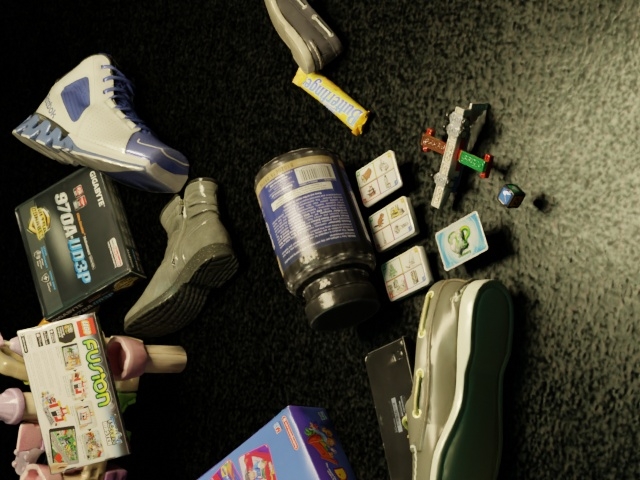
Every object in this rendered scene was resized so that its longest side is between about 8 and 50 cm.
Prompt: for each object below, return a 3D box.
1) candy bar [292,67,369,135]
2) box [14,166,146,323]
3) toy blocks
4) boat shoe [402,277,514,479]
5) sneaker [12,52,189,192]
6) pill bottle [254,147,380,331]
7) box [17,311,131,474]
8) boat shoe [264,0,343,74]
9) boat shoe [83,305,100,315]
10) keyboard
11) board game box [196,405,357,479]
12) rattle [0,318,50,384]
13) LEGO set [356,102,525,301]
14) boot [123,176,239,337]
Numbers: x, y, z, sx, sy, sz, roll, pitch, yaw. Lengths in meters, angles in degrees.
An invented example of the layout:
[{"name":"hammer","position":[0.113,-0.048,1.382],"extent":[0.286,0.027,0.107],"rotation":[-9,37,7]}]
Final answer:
[{"name":"candy bar","position":[0.016,-0.194,1.584],"extent":[0.161,0.018,0.040],"rotation":[45,116,39]},{"name":"box","position":[-0.392,0.004,1.900],"extent":[0.175,0.051,0.220],"rotation":[-28,64,15]},{"name":"toy blocks","position":[-0.408,0.266,1.775],"extent":[0.309,0.260,0.288],"rotation":[10,92,45]},{"name":"boat shoe","position":[0.149,0.193,1.344],"extent":[0.091,0.109,0.304],"rotation":[3,81,45]},{"name":"sneaker","position":[-0.334,-0.200,1.842],"extent":[0.316,0.127,0.182],"rotation":[19,80,31]},{"name":"pill bottle","position":[0.000,0.000,1.501],"extent":[0.123,0.123,0.219],"rotation":[-37,60,36]},{"name":"box","position":[-0.346,0.214,1.645],"extent":[0.036,0.114,0.207],"rotation":[124,132,-83]},{"name":"boat shoe","position":[-0.030,-0.313,1.630],"extent":[0.065,0.075,0.206],"rotation":[-23,54,-6]},{"name":"boat shoe","position":[-0.425,0.059,1.959],"extent":[0.063,0.059,0.170],"rotation":[-54,52,26]},{"name":"keyboard","position":[0.111,0.210,1.436],"extent":[0.108,0.023,0.180],"rotation":[-31,65,45]},{"name":"board game box","position":[-0.029,0.421,1.493],"extent":[0.233,0.078,0.347],"rotation":[-41,58,27]},{"name":"rattle","position":[-0.505,0.161,2.000],"extent":[0.200,0.130,0.142],"rotation":[-141,56,-69]},{"name":"LEGO set","position":[0.152,-0.050,1.425],"extent":[0.244,0.060,0.182],"rotation":[-33,66,47]},{"name":"boot","position":[-0.215,0.027,1.758],"extent":[0.246,0.083,0.161],"rotation":[-41,49,30]}]
